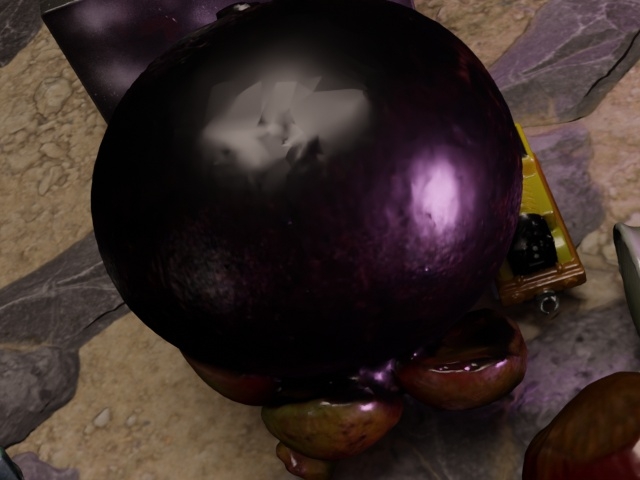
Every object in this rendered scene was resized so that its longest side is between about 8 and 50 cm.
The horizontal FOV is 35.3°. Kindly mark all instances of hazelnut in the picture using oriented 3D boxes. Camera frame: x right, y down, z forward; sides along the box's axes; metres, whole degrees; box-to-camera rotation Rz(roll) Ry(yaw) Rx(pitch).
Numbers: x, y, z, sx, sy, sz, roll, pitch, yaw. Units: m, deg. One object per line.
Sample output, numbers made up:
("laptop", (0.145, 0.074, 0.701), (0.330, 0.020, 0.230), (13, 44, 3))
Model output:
("hazelnut", (0.257, 0.194, 0.809), (0.201, 0.160, 0.170), (-42, 22, 36))

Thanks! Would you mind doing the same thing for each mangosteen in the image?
("mangosteen", (0.000, 0.000, 0.891), (0.382, 0.382, 0.435), (-15, 85, 8))

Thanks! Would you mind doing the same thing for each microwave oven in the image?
("microwave oven", (-0.127, -0.376, 1.345), (0.432, 0.236, 0.374), (-18, 49, 5))

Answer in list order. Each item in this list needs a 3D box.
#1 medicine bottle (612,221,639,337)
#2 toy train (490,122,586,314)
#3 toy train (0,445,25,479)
("medicine bottle", (0.344, 0.034, 0.895), (0.143, 0.147, 0.147), (-16, 49, 9))
("toy train", (0.197, -0.025, 1.012), (0.089, 0.127, 0.219), (-17, 48, 7))
("toy train", (-0.304, 0.350, 0.878), (0.397, 0.160, 0.253), (30, 60, 36))
